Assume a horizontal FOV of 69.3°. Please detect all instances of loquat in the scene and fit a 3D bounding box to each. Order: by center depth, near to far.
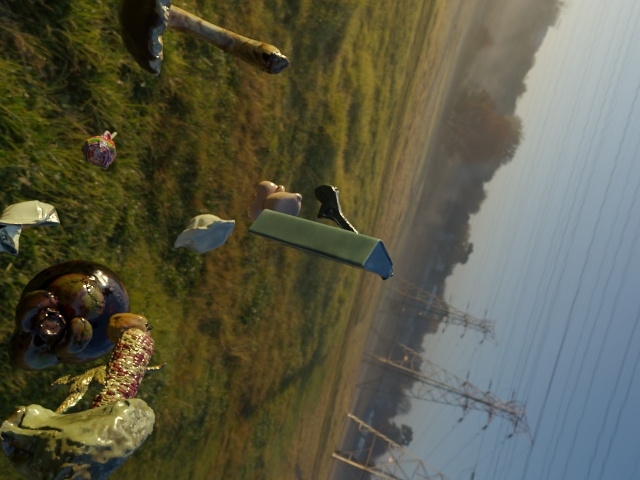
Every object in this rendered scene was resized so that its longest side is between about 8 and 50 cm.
[{"bbox_3d":[-0.601,0.279,1.455,0.137,0.137,0.113,92,-4,-52],"label":"loquat"}]

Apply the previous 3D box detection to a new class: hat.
[{"bbox_3d":[-1.217,-0.068,1.808,0.258,0.168,0.301,-34,172,10],"label":"hat"}]

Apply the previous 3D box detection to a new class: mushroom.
[{"bbox_3d":[-0.250,-0.385,0.894,0.208,0.302,0.233,-46,-154,0],"label":"mushroom"}]

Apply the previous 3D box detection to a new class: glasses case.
[{"bbox_3d":[0.000,0.000,0.840,0.105,0.266,0.056,23,85,-53],"label":"glasses case"}]

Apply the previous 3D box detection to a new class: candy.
[{"bbox_3d":[-0.881,-0.398,1.908,0.365,0.124,0.124,-112,-148,-63],"label":"candy"}]

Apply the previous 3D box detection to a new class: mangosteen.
[{"bbox_3d":[-0.876,0.277,1.640,0.421,0.381,0.381,-109,-152,-60],"label":"mangosteen"}]

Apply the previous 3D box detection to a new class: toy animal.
[{"bbox_3d":[-0.174,-0.128,1.702,0.171,0.198,0.171,-11,109,-34],"label":"toy animal"}]

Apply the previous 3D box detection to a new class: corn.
[{"bbox_3d":[-0.488,0.349,1.122,0.098,0.098,0.290,95,3,-47],"label":"corn"}]

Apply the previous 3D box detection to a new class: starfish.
[{"bbox_3d":[-0.669,0.414,1.353,0.347,0.358,0.078,-63,144,-78],"label":"starfish"}]

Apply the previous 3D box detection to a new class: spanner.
[{"bbox_3d":[0.077,-0.024,1.164,0.093,0.325,0.026,-50,150,21],"label":"spanner"}]

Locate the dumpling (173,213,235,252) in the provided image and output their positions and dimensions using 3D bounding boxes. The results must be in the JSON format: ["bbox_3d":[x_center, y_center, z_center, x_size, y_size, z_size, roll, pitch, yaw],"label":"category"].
[{"bbox_3d":[-0.422,-0.024,1.672,0.162,0.250,0.132,-21,92,-73],"label":"dumpling"}]

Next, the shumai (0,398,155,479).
[{"bbox_3d":[-0.483,0.383,0.918,0.261,0.222,0.225,-37,177,-19],"label":"shumai"}]
